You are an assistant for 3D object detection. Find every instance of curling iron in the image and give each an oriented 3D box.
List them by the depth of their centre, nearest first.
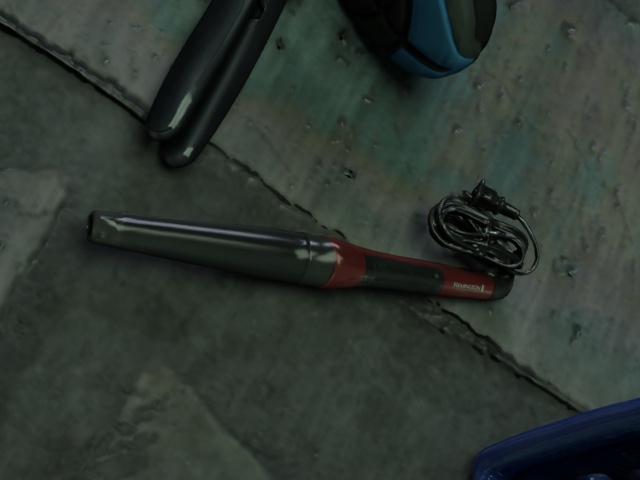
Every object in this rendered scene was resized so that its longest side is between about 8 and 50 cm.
[{"bbox_3d":[0.000,0.000,0.930,0.274,0.035,0.068,1,69,-25],"label":"curling iron"}]

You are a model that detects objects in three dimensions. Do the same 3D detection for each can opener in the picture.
[{"bbox_3d":[-0.050,-0.122,0.943,0.059,0.073,0.186,47,56,-50],"label":"can opener"}]

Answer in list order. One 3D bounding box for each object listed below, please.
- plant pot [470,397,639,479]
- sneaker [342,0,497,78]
[{"bbox_3d":[0.217,0.218,0.850,0.212,0.236,0.236,16,67,-26],"label":"plant pot"},{"bbox_3d":[0.063,-0.264,0.994,0.139,0.125,0.341,-7,77,-28],"label":"sneaker"}]
